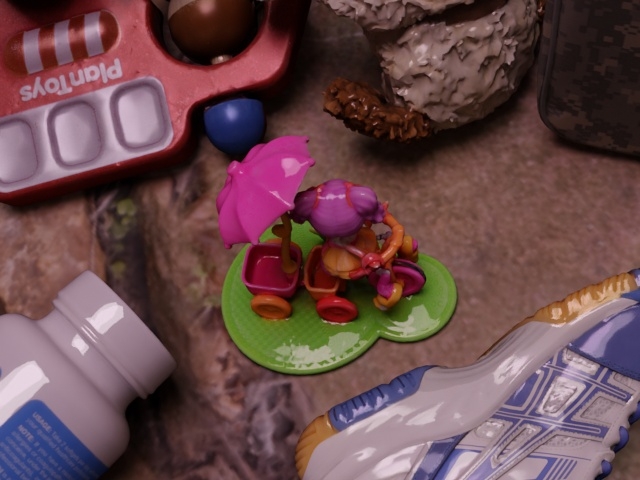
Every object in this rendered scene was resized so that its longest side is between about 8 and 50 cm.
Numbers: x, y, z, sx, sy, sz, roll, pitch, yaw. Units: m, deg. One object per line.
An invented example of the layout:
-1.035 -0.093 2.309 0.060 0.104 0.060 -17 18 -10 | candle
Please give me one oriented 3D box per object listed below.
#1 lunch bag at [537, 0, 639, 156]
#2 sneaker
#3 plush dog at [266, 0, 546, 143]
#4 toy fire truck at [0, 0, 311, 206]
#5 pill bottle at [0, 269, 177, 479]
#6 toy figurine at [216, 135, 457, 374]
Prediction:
0.268 -0.223 0.631 0.212 0.305 0.256 13 66 15 | lunch bag
0.138 0.114 0.580 0.296 0.112 0.131 -27 73 -2 | sneaker
0.090 -0.190 0.694 0.262 0.225 0.210 -35 34 -20 | plush dog
-0.146 -0.176 0.783 0.302 0.169 0.254 -13 82 4 | toy fire truck
-0.202 0.126 0.614 0.221 0.124 0.124 -43 61 -15 | pill bottle
0.000 0.000 0.628 0.173 0.159 0.130 3 60 12 | toy figurine
